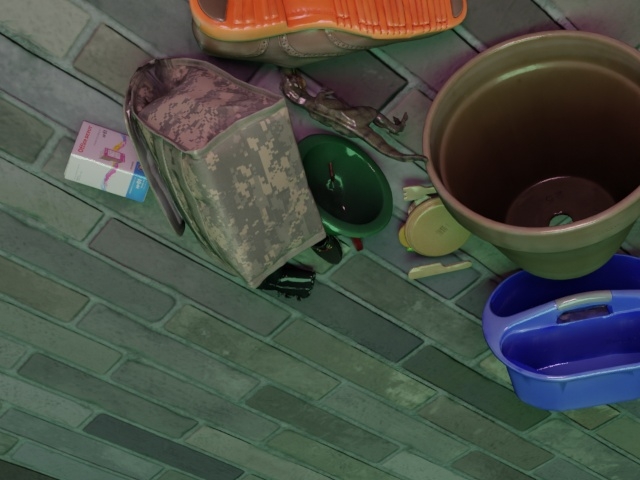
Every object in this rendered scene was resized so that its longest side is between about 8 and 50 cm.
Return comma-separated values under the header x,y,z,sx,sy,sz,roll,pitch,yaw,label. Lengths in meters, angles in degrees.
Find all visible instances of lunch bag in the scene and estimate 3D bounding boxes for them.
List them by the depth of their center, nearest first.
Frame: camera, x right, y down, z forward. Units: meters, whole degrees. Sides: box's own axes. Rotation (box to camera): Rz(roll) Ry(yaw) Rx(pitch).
x,y,z,sx,sy,sz,roll,pitch,yaw,label
-0.155,-0.108,1.066,0.169,0.287,0.235,-35,132,-21,lunch bag

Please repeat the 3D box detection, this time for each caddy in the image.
x,y,z,sx,sy,sz,roll,pitch,yaw,label
0.456,0.149,1.329,0.341,0.241,0.179,-12,136,8,caddy

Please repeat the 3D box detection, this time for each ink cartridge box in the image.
x,y,z,sx,sy,sz,roll,pitch,yaw,label
-0.315,-0.120,1.160,0.122,0.089,0.052,16,129,-16,ink cartridge box

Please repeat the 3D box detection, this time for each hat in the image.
x,y,z,sx,sy,sz,roll,pitch,yaw,label
0.002,-0.040,1.216,0.208,0.173,0.183,41,140,-6,hat

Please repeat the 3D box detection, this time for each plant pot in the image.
x,y,z,sx,sy,sz,roll,pitch,yaw,label
0.336,-0.085,1.098,0.323,0.323,0.280,-18,146,14,plant pot

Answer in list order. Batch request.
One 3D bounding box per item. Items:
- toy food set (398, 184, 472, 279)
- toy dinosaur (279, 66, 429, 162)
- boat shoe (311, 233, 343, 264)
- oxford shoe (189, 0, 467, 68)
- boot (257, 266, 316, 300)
x,y,z,sx,sy,sz,roll,pitch,yaw,label
0.197,-0.027,1.302,0.132,0.039,0.192,-10,126,-3,toy food set
0.057,-0.169,1.090,0.268,0.118,0.064,32,113,22,toy dinosaur
-0.002,0.001,1.312,0.048,0.042,0.133,-23,130,15,boat shoe
0.010,-0.301,1.016,0.363,0.130,0.133,-2,165,-9,oxford shoe
-0.057,0.058,1.357,0.099,0.045,0.121,11,138,-9,boot
